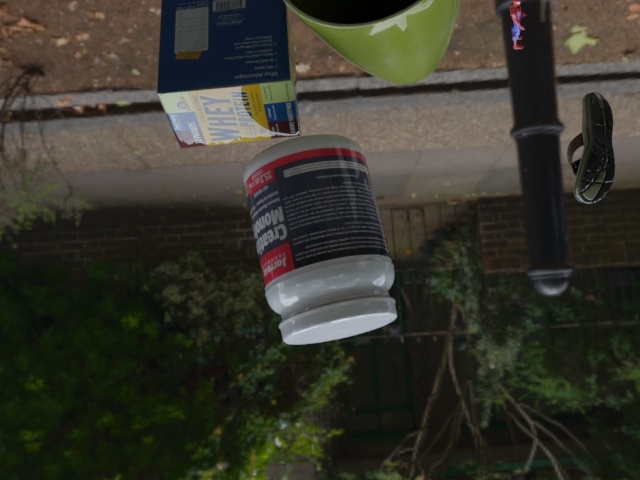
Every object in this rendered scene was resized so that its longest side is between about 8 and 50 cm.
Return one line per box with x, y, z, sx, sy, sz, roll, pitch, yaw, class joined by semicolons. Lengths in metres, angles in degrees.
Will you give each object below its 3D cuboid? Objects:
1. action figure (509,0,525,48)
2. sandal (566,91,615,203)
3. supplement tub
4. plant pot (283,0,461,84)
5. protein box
0.362;-0.402;1.263;0.030;0.038;0.115;-2;155;20;action figure
0.663;-0.223;1.706;0.120;0.303;0.086;28;153;-31;sandal
0.000;0.000;1.014;0.191;0.273;0.191;-12;163;-4;supplement tub
0.102;-0.370;1.059;0.274;0.275;0.293;-7;163;16;plant pot
-0.140;-0.274;1.082;0.199;0.201;0.136;-6;152;2;protein box
